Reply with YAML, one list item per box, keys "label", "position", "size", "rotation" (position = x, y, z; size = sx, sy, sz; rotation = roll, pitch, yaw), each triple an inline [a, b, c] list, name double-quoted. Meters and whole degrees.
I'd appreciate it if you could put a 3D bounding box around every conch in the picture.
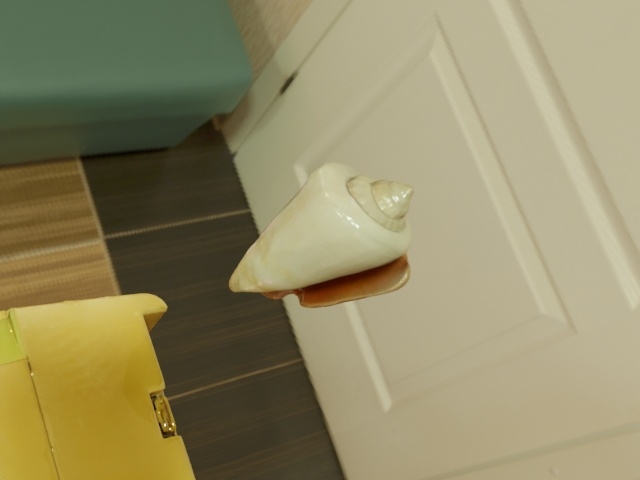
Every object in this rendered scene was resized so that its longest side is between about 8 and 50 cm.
- label: "conch"
  position: [0.005, 0.009, 0.650]
  size: [0.104, 0.176, 0.094]
  rotation: [16, 36, -51]

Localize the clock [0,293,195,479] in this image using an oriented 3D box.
- label: "clock"
  position: [-0.238, 0.210, 0.736]
  size: [0.200, 0.317, 0.244]
  rotation: [-6, 65, -33]
